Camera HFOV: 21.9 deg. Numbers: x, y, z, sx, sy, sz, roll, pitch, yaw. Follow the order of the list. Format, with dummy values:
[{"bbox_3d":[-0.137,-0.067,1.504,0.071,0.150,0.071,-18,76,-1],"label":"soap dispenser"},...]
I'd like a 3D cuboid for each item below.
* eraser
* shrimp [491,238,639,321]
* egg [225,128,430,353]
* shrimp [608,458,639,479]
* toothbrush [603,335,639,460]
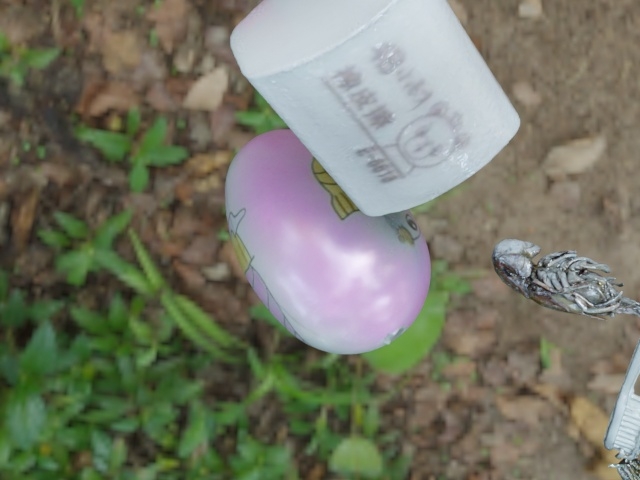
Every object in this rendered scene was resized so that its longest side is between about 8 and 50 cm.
[{"bbox_3d":[0.055,-0.137,1.455,0.174,0.095,0.270,-31,145,8],"label":"eraser"},{"bbox_3d":[0.233,0.040,1.499,0.165,0.056,0.065,12,140,22],"label":"shrimp"},{"bbox_3d":[0.000,0.000,1.807,0.271,0.196,0.196,40,140,11],"label":"egg"},{"bbox_3d":[0.298,0.249,1.443,0.082,0.076,0.174,-33,110,-15],"label":"shrimp"},{"bbox_3d":[0.209,0.014,0.954,0.024,0.021,0.288,25,126,22],"label":"toothbrush"}]
